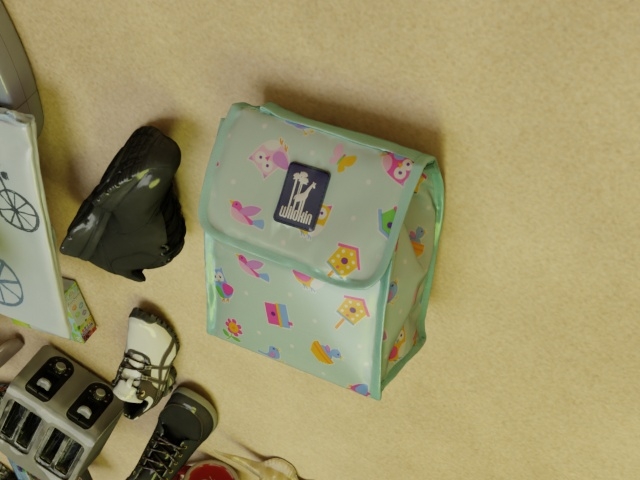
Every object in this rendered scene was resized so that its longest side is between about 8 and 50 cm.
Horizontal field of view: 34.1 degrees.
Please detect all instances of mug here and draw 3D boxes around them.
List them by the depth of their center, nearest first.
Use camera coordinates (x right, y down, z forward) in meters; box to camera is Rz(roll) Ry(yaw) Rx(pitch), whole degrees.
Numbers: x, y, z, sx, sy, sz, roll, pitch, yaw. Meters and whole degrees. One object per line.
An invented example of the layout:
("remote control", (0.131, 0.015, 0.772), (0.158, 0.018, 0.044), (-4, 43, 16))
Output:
("mug", (-0.199, 0.430, 1.685), (0.150, 0.113, 0.169), (24, 137, 10))

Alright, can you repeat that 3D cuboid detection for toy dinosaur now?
("toy dinosaur", (-0.076, 0.360, 1.582), (0.183, 0.053, 0.092), (21, 125, 5))

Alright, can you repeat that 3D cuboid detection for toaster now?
("toaster", (-0.421, 0.285, 1.653), (0.168, 0.110, 0.186), (34, 124, 2))

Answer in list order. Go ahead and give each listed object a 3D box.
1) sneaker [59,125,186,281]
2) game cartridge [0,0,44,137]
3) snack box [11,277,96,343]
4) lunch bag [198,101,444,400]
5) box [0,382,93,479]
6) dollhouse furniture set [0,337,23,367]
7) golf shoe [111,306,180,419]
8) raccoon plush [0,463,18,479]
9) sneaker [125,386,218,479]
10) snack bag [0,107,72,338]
("sneaker", (-0.206, -0.035, 1.221), (0.130, 0.109, 0.286), (32, 150, -12))
("game cartridge", (-0.437, -0.238, 1.197), (0.198, 0.062, 0.297), (6, 134, 26))
("snack box", (-0.408, 0.092, 1.535), (0.141, 0.037, 0.100), (11, 137, 26))
("lunch bag", (0.000, 0.000, 1.053), (0.223, 0.160, 0.262), (20, 128, 23))
("box", (-0.496, 0.360, 1.834), (0.159, 0.044, 0.233), (-3, 116, 38))
("dollhouse furniture set", (-0.669, 0.058, 1.646), (0.174, 0.303, 0.355), (-41, 70, 12))
("golf shoe", (-0.250, 0.180, 1.470), (0.077, 0.094, 0.198), (21, 138, 18))
("raccoon plush", (-0.615, 0.683, 2.095), (0.446, 0.299, 0.216), (33, 142, 3))
("sneaker", (-0.225, 0.313, 1.570), (0.083, 0.118, 0.222), (31, 142, 5))
("snack bag", (-0.464, -0.053, 1.324), (0.323, 0.037, 0.342), (17, 130, 22))
